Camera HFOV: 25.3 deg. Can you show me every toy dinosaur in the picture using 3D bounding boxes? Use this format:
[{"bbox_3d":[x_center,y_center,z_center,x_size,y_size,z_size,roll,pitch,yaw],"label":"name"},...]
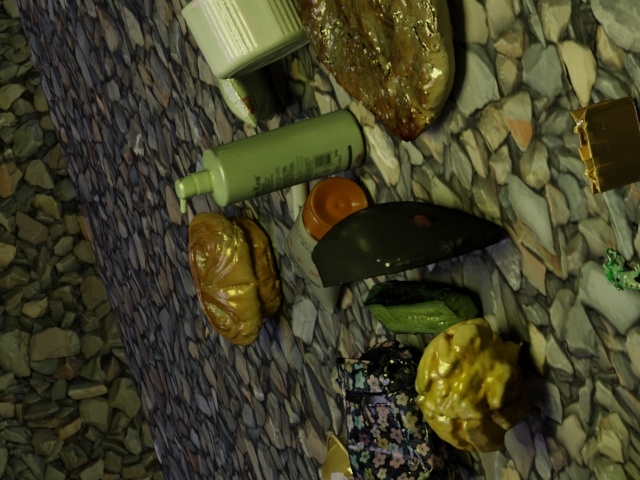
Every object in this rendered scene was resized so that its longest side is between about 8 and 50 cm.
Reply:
[{"bbox_3d":[0.304,0.041,1.426,0.062,0.021,0.083,95,155,-60],"label":"toy dinosaur"}]

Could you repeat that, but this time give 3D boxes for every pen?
[{"bbox_3d":[-0.031,-0.060,2.197,0.028,0.028,0.239,44,145,52],"label":"pen"}]

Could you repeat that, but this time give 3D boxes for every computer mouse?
[{"bbox_3d":[0.092,-0.005,1.731,0.295,0.168,0.087,-11,94,67],"label":"computer mouse"}]

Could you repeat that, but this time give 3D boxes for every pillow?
[{"bbox_3d":[-0.114,-0.230,2.116,0.128,0.051,0.229,61,-170,-5],"label":"pillow"}]

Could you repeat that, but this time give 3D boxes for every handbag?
[{"bbox_3d":[0.274,-0.090,1.342,0.027,0.061,0.083,3,107,66],"label":"handbag"},{"bbox_3d":[0.096,0.243,1.970,0.229,0.127,0.207,168,92,-70],"label":"handbag"}]

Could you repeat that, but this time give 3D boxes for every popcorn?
[{"bbox_3d":[0.183,0.174,1.688,0.167,0.152,0.148,61,-149,-49],"label":"popcorn"}]

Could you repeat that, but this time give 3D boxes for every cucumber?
[{"bbox_3d":[0.139,0.080,1.838,0.078,0.062,0.211,43,160,-17],"label":"cucumber"}]

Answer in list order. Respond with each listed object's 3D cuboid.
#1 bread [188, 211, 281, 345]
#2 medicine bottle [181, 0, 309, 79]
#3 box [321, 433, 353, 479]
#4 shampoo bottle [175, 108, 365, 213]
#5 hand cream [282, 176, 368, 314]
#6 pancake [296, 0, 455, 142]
[{"bbox_3d":[-0.154,0.060,2.478,0.198,0.120,0.236,29,132,60],"label":"bread"},{"bbox_3d":[-0.156,-0.422,1.948,0.395,0.242,0.242,67,160,-5],"label":"medicine bottle"},{"bbox_3d":[0.048,0.383,2.237,0.111,0.111,0.177,50,150,46],"label":"box"},{"bbox_3d":[-0.072,-0.106,1.930,0.085,0.262,0.085,52,151,44],"label":"shampoo bottle"},{"bbox_3d":[0.000,0.000,2.097,0.139,0.089,0.314,54,162,16],"label":"hand cream"},{"bbox_3d":[0.065,-0.292,1.721,0.356,0.065,0.356,54,154,42],"label":"pancake"}]
